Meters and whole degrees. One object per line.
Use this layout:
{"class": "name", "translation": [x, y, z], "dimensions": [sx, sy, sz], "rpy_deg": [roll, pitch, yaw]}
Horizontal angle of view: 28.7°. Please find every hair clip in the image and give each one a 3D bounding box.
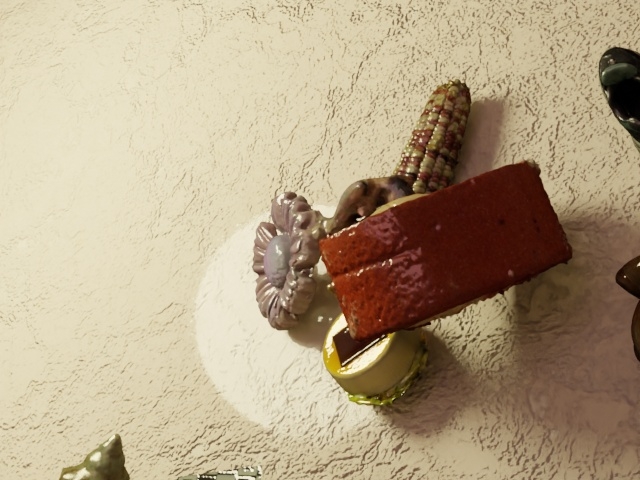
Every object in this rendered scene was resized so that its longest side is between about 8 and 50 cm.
{"class": "hair clip", "translation": [-0.005, -0.003, 1.585], "dimensions": [0.300, 0.069, 0.173], "rpy_deg": [-37, 48, 38]}

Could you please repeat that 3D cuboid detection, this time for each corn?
{"class": "corn", "translation": [0.134, -0.097, 1.599], "dimensions": [0.079, 0.079, 0.237], "rpy_deg": [8, 69, 38]}

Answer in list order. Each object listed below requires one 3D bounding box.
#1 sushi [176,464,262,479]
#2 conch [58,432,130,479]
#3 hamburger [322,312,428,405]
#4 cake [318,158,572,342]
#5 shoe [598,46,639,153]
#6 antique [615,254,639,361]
{"class": "sushi", "translation": [-0.129, 0.384, 1.541], "dimensions": [0.139, 0.031, 0.201], "rpy_deg": [-14, 55, 30]}
{"class": "conch", "translation": [-0.294, 0.412, 1.572], "dimensions": [0.203, 0.169, 0.386], "rpy_deg": [22, 120, 18]}
{"class": "hamburger", "translation": [0.070, 0.138, 1.506], "dimensions": [0.126, 0.081, 0.141], "rpy_deg": [-47, 36, 1]}
{"class": "cake", "translation": [0.143, 0.007, 1.403], "dimensions": [0.282, 0.177, 0.151], "rpy_deg": [-18, 79, -13]}
{"class": "shoe", "translation": [0.362, -0.179, 1.463], "dimensions": [0.071, 0.099, 0.169], "rpy_deg": [-32, 50, 20]}
{"class": "antique", "translation": [0.432, 0.062, 1.265], "dimensions": [0.256, 0.121, 0.143], "rpy_deg": [-20, 57, 27]}
